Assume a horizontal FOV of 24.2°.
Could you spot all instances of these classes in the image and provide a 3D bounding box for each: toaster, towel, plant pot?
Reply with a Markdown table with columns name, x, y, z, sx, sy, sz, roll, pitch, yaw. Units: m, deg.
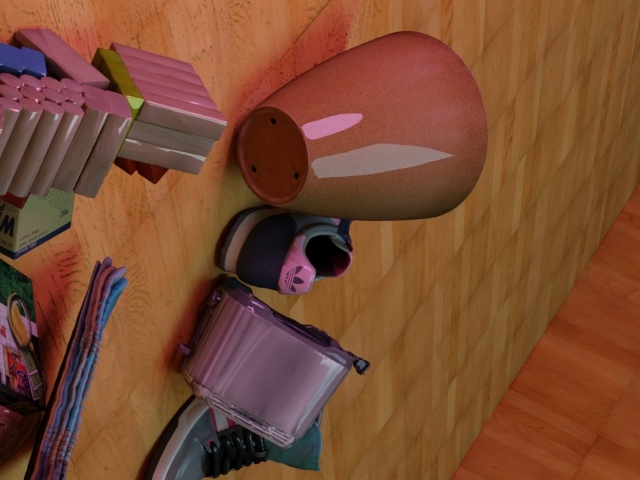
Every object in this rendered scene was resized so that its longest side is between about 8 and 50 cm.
| name | x | y | z | sx | sy | sz | roll | pitch | yaw |
| --- | --- | --- | --- | --- | --- | --- | --- | --- | --- |
| toaster | -0.066 | 0.159 | 1.878 | 0.146 | 0.227 | 0.129 | -57 | -160 | 2 |
| towel | -0.260 | 0.219 | 1.430 | 0.370 | 0.040 | 0.271 | -86 | -164 | -59 |
| plant pot | 0.032 | -0.121 | 1.782 | 0.254 | 0.237 | 0.237 | -15 | 130 | -46 |

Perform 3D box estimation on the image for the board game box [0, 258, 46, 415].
| name | x | y | z | sx | sy | sz | roll | pitch | yaw |
| --- | --- | --- | --- | --- | --- | --- | --- | --- | --- |
| board game box | -0.308 | 0.062 | 1.299 | 0.259 | 0.030 | 0.136 | 51 | 24 | -69 |

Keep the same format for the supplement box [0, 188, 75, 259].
| name | x | y | z | sx | sy | sz | roll | pitch | yaw |
| --- | --- | --- | --- | --- | --- | --- | --- | --- | --- |
| supplement box | -0.266 | -0.042 | 1.343 | 0.083 | 0.056 | 0.083 | -37 | 147 | -51 |

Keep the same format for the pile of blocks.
| name | x | y | z | sx | sy | sz | roll | pitch | yaw |
| --- | --- | --- | --- | --- | --- | --- | --- | --- | --- |
| pile of blocks | -0.239 | -0.092 | 1.257 | 0.362 | 0.149 | 0.112 | -8 | 134 | -53 |

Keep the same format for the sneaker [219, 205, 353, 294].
| name | x | y | z | sx | sy | sz | roll | pitch | yaw |
| --- | --- | --- | --- | --- | --- | --- | --- | --- | --- |
| sneaker | 0.000 | 0.000 | 1.943 | 0.319 | 0.131 | 0.112 | -33 | 144 | -55 |

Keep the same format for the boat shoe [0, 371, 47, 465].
| name | x | y | z | sx | sy | sz | roll | pitch | yaw |
| --- | --- | --- | --- | --- | --- | --- | --- | --- | --- |
| boat shoe | -0.329 | 0.192 | 1.465 | 0.170 | 0.063 | 0.059 | -58 | 165 | -12 |

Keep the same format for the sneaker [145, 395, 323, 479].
| name | x | y | z | sx | sy | sz | roll | pitch | yaw |
| --- | --- | --- | --- | --- | --- | --- | --- | --- | --- |
| sneaker | -0.087 | 0.270 | 1.990 | 0.295 | 0.178 | 0.123 | -50 | 156 | -33 |
